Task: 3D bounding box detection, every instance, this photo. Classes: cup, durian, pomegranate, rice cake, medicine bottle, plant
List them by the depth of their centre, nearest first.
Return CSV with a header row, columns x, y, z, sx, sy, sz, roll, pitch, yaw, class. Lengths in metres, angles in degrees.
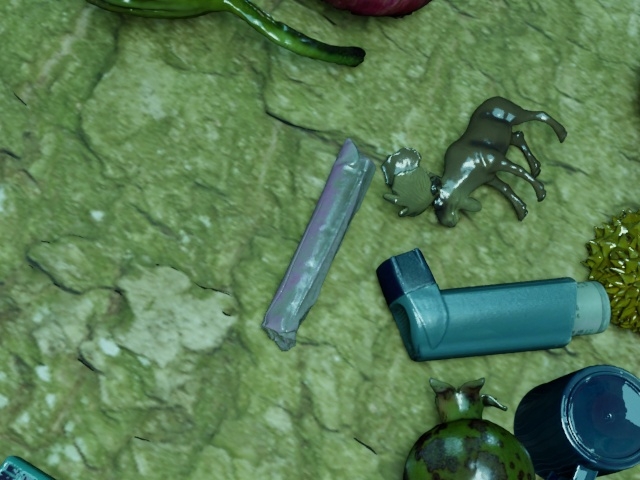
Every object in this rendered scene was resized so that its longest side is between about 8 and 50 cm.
x,y,z,sx,sy,sz,roll,pitch,yaw,class
0.159,0.232,0.904,0.149,0.148,0.169,15,72,0,pomegranate
0.285,0.213,0.921,0.114,0.138,0.150,-4,71,-7,cup
0.196,0.072,0.993,0.259,0.079,0.124,-2,71,-7,medicine bottle
0.436,0.035,1.007,0.250,0.138,0.183,12,79,5,durian
-0.110,-0.314,1.009,0.334,0.180,0.251,20,25,10,plant
0.001,0.000,1.011,0.049,0.055,0.269,22,72,7,rice cake

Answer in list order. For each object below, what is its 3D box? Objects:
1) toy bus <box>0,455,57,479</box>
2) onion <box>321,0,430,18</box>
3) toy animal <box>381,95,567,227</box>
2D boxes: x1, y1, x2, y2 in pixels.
x,y,z,sx,sy,sz,roll,pitch,yaw,class
-0.264,0.290,0.873,0.160,0.079,0.091,30,70,6,toy bus
0.057,-0.379,1.076,0.248,0.161,0.248,18,60,-34,onion
0.178,-0.090,1.050,0.186,0.093,0.214,27,63,-1,toy animal
